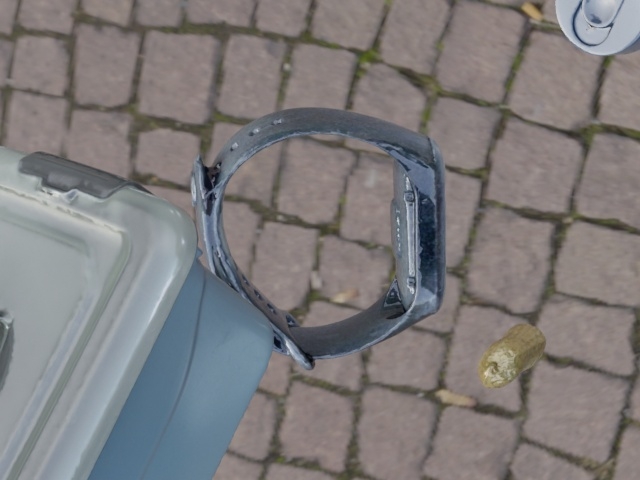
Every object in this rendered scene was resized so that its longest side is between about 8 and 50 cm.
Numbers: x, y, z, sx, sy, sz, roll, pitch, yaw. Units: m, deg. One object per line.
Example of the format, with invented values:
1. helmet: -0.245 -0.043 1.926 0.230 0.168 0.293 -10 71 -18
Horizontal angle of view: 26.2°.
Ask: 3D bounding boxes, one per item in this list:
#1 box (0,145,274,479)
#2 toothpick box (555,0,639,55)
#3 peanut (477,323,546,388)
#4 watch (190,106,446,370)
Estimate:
1. box: -0.134 0.081 0.618 0.162 0.130 0.227 18 76 39
2. toothpick box: 0.306 -0.231 1.315 0.101 0.153 0.101 11 107 39
3. peanut: 0.214 0.130 1.544 0.054 0.113 0.054 19 123 33
4. watch: 0.000 0.000 1.054 0.193 0.068 0.206 -5 116 -8
